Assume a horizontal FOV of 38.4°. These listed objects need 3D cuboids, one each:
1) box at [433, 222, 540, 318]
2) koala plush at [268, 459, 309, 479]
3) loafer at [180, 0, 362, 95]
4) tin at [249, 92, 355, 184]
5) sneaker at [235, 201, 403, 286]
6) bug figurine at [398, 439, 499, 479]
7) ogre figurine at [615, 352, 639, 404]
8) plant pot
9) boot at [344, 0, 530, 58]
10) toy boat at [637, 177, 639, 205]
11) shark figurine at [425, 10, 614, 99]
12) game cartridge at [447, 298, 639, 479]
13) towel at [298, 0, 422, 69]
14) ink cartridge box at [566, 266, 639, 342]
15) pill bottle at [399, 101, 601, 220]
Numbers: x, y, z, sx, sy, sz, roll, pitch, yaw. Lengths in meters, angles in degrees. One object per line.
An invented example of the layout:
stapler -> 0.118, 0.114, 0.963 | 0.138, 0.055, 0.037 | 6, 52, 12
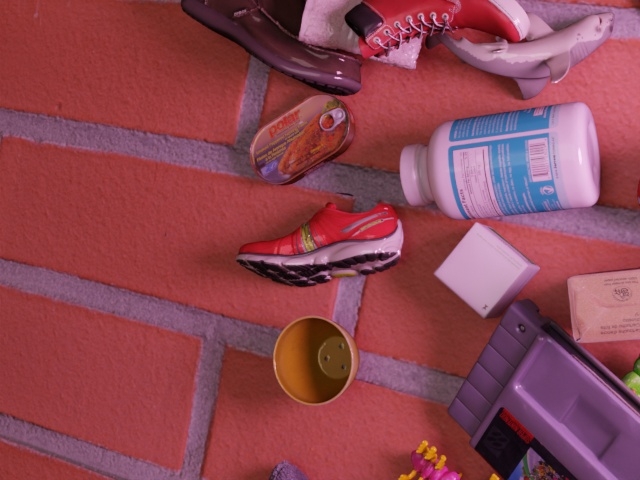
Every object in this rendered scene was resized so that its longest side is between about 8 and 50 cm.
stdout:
box -> 0.239, 0.044, 1.319 | 0.101, 0.087, 0.102 | 43, 105, 22
koala plush -> -0.080, 0.493, 1.391 | 0.203, 0.196, 0.221 | 46, 102, 11
loafer -> -0.072, -0.351, 1.469 | 0.366, 0.134, 0.130 | 34, 101, 23
tin -> -0.030, -0.163, 1.492 | 0.189, 0.040, 0.106 | -29, 79, 22
sneaker -> 0.000, 0.000, 1.448 | 0.279, 0.107, 0.118 | -7, 65, 22
bug figurine -> 0.173, 0.422, 1.334 | 0.216, 0.072, 0.279 | 43, 109, 28
ogre figurine -> 0.434, 0.229, 1.215 | 0.118, 0.097, 0.197 | 37, 119, 5
plant pot -> 0.008, 0.182, 1.416 | 0.134, 0.095, 0.134 | -2, 86, 26
boot -> 0.153, -0.295, 1.274 | 0.244, 0.088, 0.176 | 37, 83, 33
toy boat -> 0.512, -0.044, 1.140 | 0.231, 0.151, 0.151 | 9, 54, 29
shark figurine -> 0.271, -0.255, 1.324 | 0.278, 0.116, 0.166 | 6, 55, 18
game cartridge -> 0.336, 0.275, 1.207 | 0.355, 0.068, 0.230 | 45, 126, 29
towel -> 0.091, -0.407, 1.381 | 0.187, 0.049, 0.282 | 15, 81, 1
ink cartridge box -> 0.447, 0.073, 1.158 | 0.234, 0.193, 0.088 | -8, 85, 26
pill bottle -> 0.250, -0.106, 1.292 | 0.264, 0.146, 0.146 | -5, 84, 25
